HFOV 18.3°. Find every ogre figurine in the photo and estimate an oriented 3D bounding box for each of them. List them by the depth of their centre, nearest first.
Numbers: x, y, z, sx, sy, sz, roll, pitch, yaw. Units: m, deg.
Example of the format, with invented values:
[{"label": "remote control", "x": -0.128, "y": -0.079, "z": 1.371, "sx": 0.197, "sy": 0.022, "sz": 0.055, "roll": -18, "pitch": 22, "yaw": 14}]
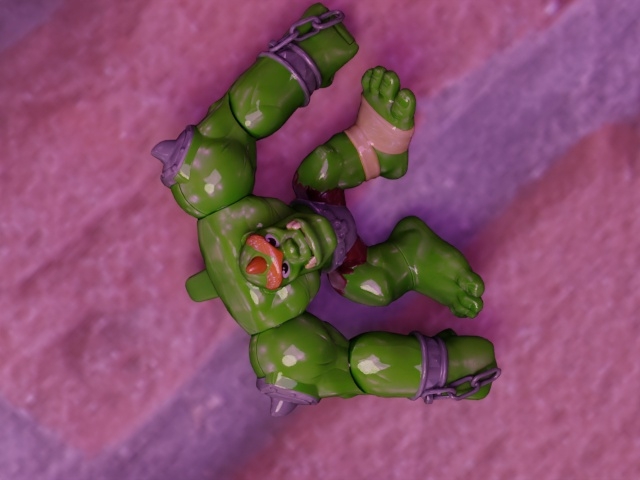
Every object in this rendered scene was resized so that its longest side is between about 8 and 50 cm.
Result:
[{"label": "ogre figurine", "x": 0.000, "y": 0.000, "z": 0.936, "sx": 0.118, "sy": 0.097, "sz": 0.197, "roll": -25, "pitch": 111, "yaw": -21}]
